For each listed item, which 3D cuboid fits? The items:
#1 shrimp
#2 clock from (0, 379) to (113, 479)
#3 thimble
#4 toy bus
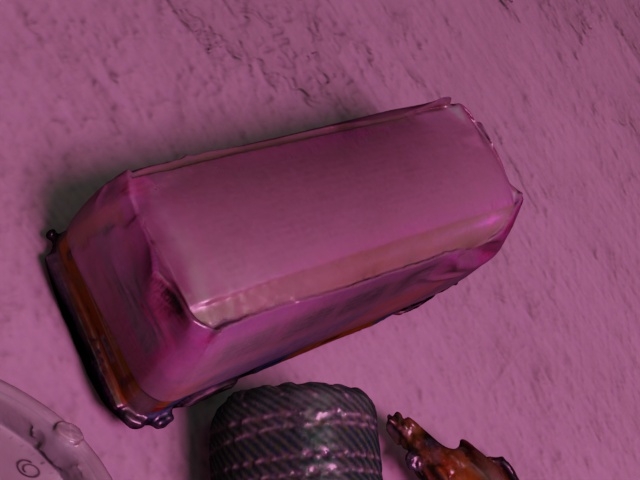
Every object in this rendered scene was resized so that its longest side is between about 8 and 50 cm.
[{"bbox_3d":[0.160,0.235,0.806,0.254,0.059,0.145,49,14,17],"label":"shrimp"},{"bbox_3d":[-0.229,0.156,0.561,0.236,0.053,0.236,31,18,-11],"label":"clock"},{"bbox_3d":[-0.018,0.158,0.696,0.118,0.135,0.090,7,66,-26],"label":"thimble"},{"bbox_3d":[0.000,0.000,0.760,0.386,0.162,0.171,-18,80,-37],"label":"toy bus"}]
